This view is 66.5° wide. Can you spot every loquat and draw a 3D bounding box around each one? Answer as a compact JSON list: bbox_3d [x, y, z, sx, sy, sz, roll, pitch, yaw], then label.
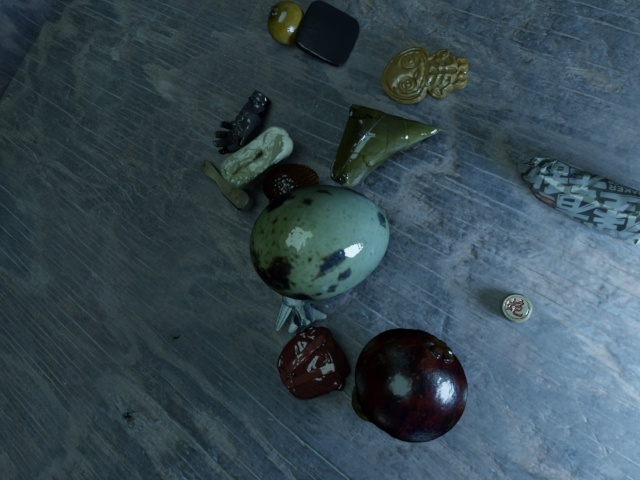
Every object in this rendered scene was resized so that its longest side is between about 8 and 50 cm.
[{"bbox_3d":[-0.127,-0.810,1.816,0.163,0.163,0.137,-45,37,7],"label":"loquat"}]

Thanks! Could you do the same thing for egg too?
[{"bbox_3d":[0.000,0.000,1.469,0.428,0.345,0.345,-20,70,-7],"label":"egg"}]

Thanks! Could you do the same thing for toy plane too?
[{"bbox_3d":[-0.084,0.162,1.619,0.212,0.088,0.267,-26,62,14],"label":"toy plane"}]

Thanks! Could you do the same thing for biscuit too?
[{"bbox_3d":[0.344,-0.551,1.627,0.289,0.044,0.202,9,81,25],"label":"biscuit"}]

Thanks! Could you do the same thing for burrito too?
[{"bbox_3d":[0.720,-0.126,1.347,0.445,0.101,0.139,31,96,23],"label":"burrito"}]

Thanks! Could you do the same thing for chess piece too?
[{"bbox_3d":[0.553,0.191,1.376,0.084,0.038,0.083,-6,74,22],"label":"chess piece"}]

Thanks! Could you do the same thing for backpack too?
[{"bbox_3d":[-0.031,0.387,1.509,0.229,0.139,0.229,-3,82,20],"label":"backpack"}]

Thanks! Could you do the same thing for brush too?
[{"bbox_3d":[-0.348,-0.206,1.824,0.327,0.065,0.070,41,101,34],"label":"brush"}]

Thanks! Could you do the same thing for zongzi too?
[{"bbox_3d":[0.202,-0.276,1.572,0.300,0.145,0.273,19,90,18],"label":"zongzi"}]

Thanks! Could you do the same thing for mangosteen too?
[{"bbox_3d":[0.227,0.412,1.327,0.306,0.306,0.359,39,115,24],"label":"mangosteen"}]

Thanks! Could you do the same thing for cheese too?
[{"bbox_3d":[-0.214,-0.284,1.678,0.266,0.233,0.127,-37,98,8],"label":"cheese"}]

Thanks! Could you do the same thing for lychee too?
[{"bbox_3d":[-0.099,-0.174,1.643,0.194,0.194,0.194,-5,76,21],"label":"lychee"}]

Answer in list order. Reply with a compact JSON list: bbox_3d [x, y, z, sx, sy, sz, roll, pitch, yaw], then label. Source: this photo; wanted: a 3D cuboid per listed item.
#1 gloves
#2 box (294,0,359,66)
[{"bbox_3d":[-0.283,-0.431,1.813,0.285,0.119,0.142,-47,54,-9],"label":"gloves"},{"bbox_3d":[0.026,-0.751,1.773,0.213,0.042,0.201,26,86,3],"label":"box"}]
